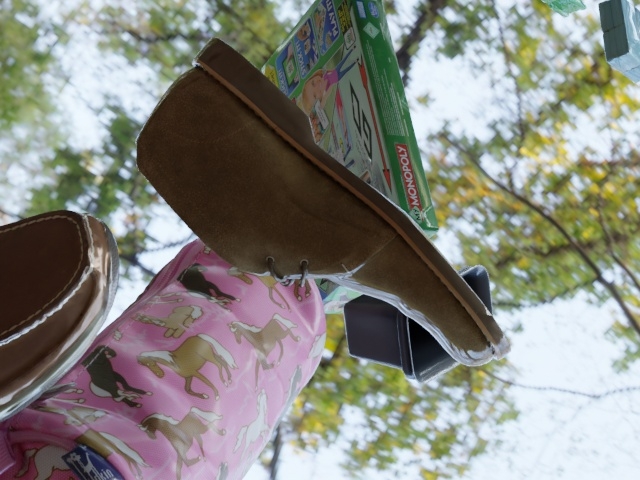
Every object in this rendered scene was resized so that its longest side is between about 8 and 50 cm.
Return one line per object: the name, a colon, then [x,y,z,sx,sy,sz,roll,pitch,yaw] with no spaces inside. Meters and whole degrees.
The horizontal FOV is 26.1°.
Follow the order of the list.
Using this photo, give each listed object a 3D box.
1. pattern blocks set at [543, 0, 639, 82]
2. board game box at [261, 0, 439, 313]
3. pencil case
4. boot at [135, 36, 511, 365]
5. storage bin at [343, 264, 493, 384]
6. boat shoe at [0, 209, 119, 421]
pattern blocks set: [0.157,-0.277,0.926,0.026,0.285,0.324,-19,-125,33]
board game box: [0.024,-0.106,1.506,0.213,0.046,0.317,-44,-128,50]
pencil case: [-0.124,0.128,1.090,0.160,0.386,0.167,17,-63,15]
boot: [0.000,0.000,0.982,0.305,0.112,0.115,41,-96,1]
storage bin: [0.088,0.068,1.313,0.091,0.135,0.098,5,-70,39]
boat shoe: [-0.281,0.068,0.891,0.324,0.116,0.123,-28,-124,10]
